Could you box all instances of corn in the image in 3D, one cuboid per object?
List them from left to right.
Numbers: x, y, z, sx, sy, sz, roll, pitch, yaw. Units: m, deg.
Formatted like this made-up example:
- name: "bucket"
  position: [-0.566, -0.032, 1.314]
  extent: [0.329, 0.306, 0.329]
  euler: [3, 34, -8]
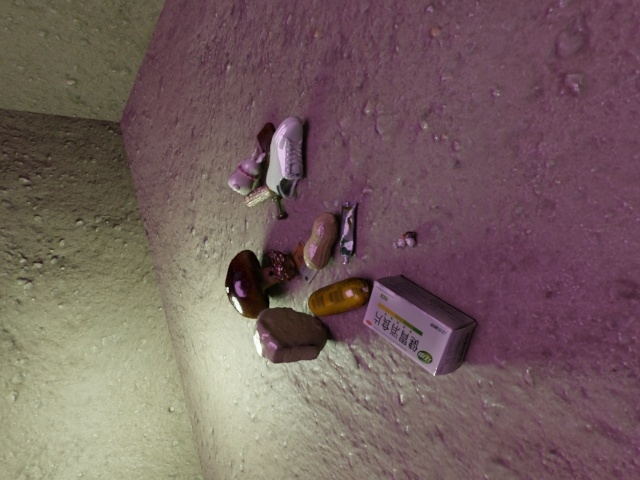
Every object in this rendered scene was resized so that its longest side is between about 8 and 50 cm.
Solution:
- name: "corn"
  position: [-0.299, -0.227, 2.010]
  extent: [0.237, 0.080, 0.079]
  euler: [-17, 82, 48]

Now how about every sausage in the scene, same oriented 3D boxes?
- name: "sausage"
  position: [0.071, 0.228, 1.610]
  extent: [0.347, 0.123, 0.123]
  euler: [-26, 75, 47]

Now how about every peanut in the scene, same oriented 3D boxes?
- name: "peanut"
  position: [0.000, 0.000, 1.675]
  extent: [0.124, 0.124, 0.256]
  euler: [33, 115, 41]

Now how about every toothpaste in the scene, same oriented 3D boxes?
- name: "toothpaste"
  position: [0.108, -0.029, 1.604]
  extent: [0.078, 0.047, 0.247]
  euler: [7, 97, 43]

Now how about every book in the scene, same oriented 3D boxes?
- name: "book"
  position: [-0.073, 0.101, 1.841]
  extent: [0.172, 0.012, 0.118]
  euler: [54, 130, 29]

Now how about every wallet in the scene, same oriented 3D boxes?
- name: "wallet"
  position: [-0.236, -0.444, 1.949]
  extent: [0.137, 0.031, 0.255]
  euler: [-45, 60, 44]

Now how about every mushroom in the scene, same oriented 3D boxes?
- name: "mushroom"
  position: [-0.303, 0.184, 1.978]
  extent: [0.331, 0.356, 0.334]
  euler: [51, 170, 22]

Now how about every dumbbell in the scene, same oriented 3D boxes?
- name: "dumbbell"
  position: [-0.196, -0.158, 1.926]
  extent: [0.052, 0.046, 0.117]
  euler: [-28, 73, 40]

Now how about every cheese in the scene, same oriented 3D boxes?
- name: "cheese"
  position: [-0.133, 0.400, 1.711]
  extent: [0.318, 0.326, 0.115]
  euler: [19, 112, 7]

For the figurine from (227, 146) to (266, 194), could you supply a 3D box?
- name: "figurine"
  position: [-0.351, -0.349, 2.013]
  extent: [0.127, 0.155, 0.235]
  euler: [38, 97, 4]

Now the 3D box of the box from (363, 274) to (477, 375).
- name: "box"
  position: [0.317, 0.267, 1.326]
  extent: [0.333, 0.145, 0.173]
  euler: [32, 119, 41]

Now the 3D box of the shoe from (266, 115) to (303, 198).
- name: "shoe"
  position: [-0.134, -0.350, 1.777]
  extent: [0.160, 0.132, 0.362]
  euler: [46, 130, 36]

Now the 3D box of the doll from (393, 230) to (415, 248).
- name: "doll"
  position: [0.293, -0.002, 1.403]
  extent: [0.085, 0.040, 0.058]
  euler: [-3, 102, 48]
